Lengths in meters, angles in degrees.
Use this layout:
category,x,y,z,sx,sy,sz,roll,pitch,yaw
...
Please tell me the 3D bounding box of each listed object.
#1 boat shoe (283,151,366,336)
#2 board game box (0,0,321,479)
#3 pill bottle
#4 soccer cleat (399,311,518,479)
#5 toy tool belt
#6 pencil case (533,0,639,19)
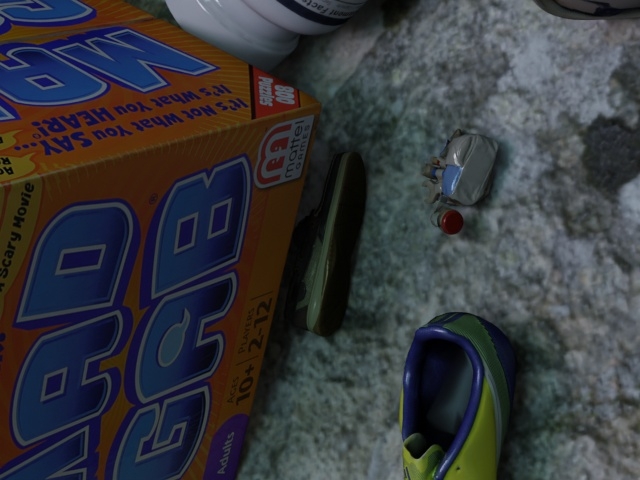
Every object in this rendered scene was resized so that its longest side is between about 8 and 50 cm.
category,x,y,z,sx,sy,sz,roll,pitch,yaw
boat shoe,0.000,0.000,1.305,0.049,0.056,0.152,11,87,25
board game box,-0.276,0.015,1.224,0.356,0.357,0.356,29,120,29
pill bottle,0.000,-0.261,1.281,0.265,0.153,0.153,-41,64,30
soccer cleat,0.087,0.196,1.185,0.093,0.121,0.289,1,83,29
toy tool belt,0.105,-0.047,1.264,0.051,0.052,0.083,21,89,62
pencil case,0.203,-0.354,1.187,0.184,0.160,0.410,-10,76,2
